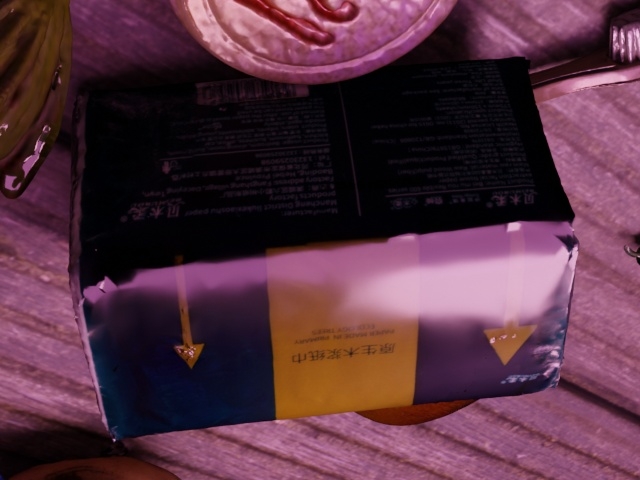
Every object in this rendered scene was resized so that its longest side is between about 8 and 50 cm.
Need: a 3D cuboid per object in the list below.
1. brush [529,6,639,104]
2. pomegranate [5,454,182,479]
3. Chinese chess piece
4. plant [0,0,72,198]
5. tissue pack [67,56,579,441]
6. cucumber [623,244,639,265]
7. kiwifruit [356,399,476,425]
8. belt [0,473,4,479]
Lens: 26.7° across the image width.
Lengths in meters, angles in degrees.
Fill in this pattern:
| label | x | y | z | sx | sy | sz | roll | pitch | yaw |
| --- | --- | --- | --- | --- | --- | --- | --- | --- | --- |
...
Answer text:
| label | x | y | z | sx | sy | sz | roll | pitch | yaw |
| --- | --- | --- | --- | --- | --- | --- | --- | --- | --- |
| brush | 0.261 | -0.180 | 1.317 | 0.327 | 0.070 | 0.065 | -17 | 120 | -3 |
| pomegranate | -0.263 | 0.382 | 1.517 | 0.322 | 0.322 | 0.322 | -12 | 138 | -11 |
| Chinese chess piece | -0.004 | -0.255 | 1.086 | 0.270 | 0.112 | 0.270 | -11 | 137 | -10 |
| plant | -0.205 | -0.187 | 1.037 | 0.333 | 0.180 | 0.251 | -29 | 149 | 3 |
| tissue pack | 0.000 | 0.000 | 1.200 | 0.417 | 0.264 | 0.253 | -7 | 134 | -3 |
| cucumber | 0.455 | 0.033 | 1.623 | 0.250 | 0.056 | 0.056 | 14 | 127 | -37 |
| kiwifruit | 0.104 | 0.099 | 1.443 | 0.234 | 0.196 | 0.196 | -33 | 138 | 8 |
| belt | -0.421 | 0.272 | 1.315 | 0.212 | 0.117 | 0.347 | -26 | 98 | 21 |
